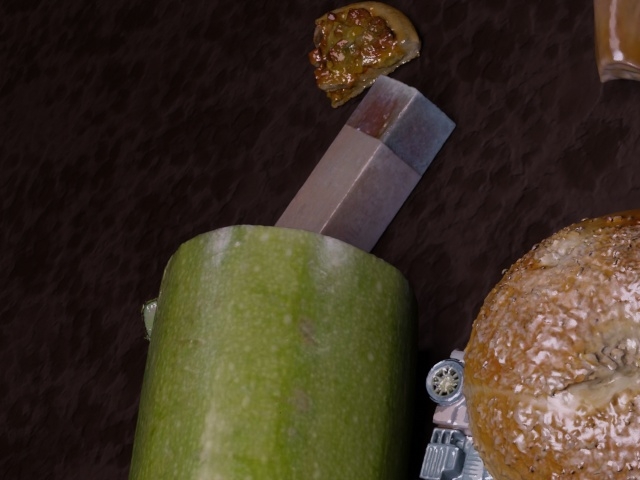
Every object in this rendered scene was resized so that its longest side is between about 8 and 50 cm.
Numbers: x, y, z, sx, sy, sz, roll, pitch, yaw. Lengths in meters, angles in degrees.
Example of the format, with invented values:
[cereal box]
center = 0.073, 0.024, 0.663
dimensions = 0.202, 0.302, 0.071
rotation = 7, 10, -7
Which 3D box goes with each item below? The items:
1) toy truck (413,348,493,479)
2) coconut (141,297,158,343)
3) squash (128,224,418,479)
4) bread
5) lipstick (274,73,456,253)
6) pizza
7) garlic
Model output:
[toy truck]
center = 0.150, 0.228, 1.538
dimensions = 0.140, 0.108, 0.256
rotation = 3, 65, 33
[coconut]
center = -0.135, 0.089, 1.981
dimensions = 0.158, 0.055, 0.133
rotation = -11, 55, 43
[squash]
center = -0.048, 0.214, 1.627
dimensions = 0.263, 0.263, 0.384
rotation = -19, 50, 36
[bread]
center = 0.258, 0.104, 1.418
dimensions = 0.305, 0.159, 0.305
rotation = -7, 67, 18
[lipstick]
center = 0.000, 0.000, 1.892
dimensions = 0.371, 0.076, 0.080
rotation = -55, 39, -3
[pizza]
center = 0.041, -0.221, 2.049
dimensions = 0.175, 0.046, 0.134
rotation = 7, 66, 48
[garlic]
center = 0.344, -0.299, 1.744
dimensions = 0.143, 0.112, 0.318
rotation = 20, 85, 28
